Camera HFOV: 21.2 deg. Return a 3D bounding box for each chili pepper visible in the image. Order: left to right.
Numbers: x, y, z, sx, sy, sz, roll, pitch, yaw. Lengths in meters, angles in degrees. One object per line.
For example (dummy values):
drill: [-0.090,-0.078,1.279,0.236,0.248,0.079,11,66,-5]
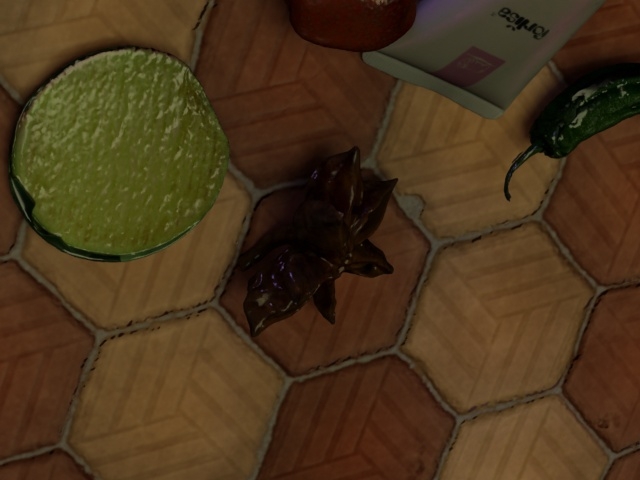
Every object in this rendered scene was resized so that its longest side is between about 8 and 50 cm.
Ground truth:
chili pepper: [0.311,-0.135,1.879,0.279,0.065,0.122,-15,112,-21]

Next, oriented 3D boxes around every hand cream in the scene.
hand cream: [0.214,-0.257,1.710,0.185,0.118,0.359,19,134,-29]

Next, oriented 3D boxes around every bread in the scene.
bread: [-0.201,-0.085,1.707,0.228,0.033,0.228,-7,112,-18]

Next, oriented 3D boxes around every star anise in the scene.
star anise: [0.004,-0.001,1.777,0.212,0.111,0.196,-26,154,-33]

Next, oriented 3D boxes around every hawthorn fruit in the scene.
hawthorn fruit: [0.027,-0.248,1.683,0.138,0.133,0.133,-8,115,5]
